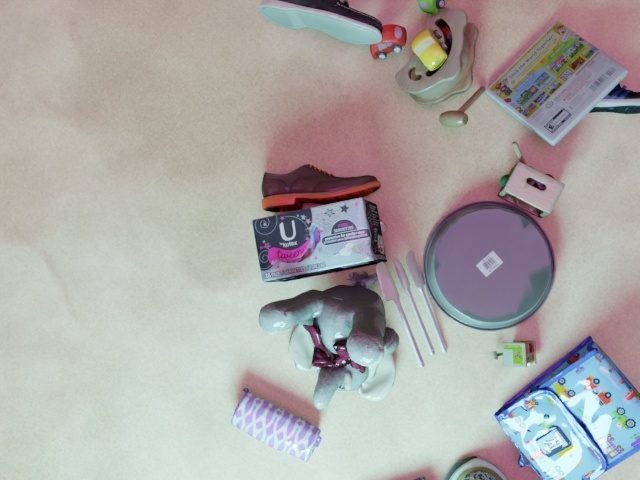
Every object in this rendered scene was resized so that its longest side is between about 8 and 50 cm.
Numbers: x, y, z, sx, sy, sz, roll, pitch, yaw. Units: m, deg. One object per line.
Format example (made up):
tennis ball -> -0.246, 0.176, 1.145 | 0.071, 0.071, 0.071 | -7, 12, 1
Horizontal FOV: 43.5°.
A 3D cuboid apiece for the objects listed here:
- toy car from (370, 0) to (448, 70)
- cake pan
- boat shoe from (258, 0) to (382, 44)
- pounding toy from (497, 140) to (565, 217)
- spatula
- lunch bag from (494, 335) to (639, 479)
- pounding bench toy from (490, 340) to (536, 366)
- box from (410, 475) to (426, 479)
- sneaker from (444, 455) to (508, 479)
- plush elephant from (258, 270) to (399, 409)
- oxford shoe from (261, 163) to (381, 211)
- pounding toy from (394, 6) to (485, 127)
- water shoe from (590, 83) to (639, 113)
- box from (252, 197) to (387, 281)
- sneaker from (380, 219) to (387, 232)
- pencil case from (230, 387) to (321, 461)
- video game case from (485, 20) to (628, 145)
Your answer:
toy car -> 0.214, -0.490, 1.741 | 0.239, 0.053, 0.224 | 29, 92, 50
cake pan -> 0.373, 0.055, 1.764 | 0.293, 0.054, 0.293 | 0, 86, 4
boat shoe -> 0.008, -0.518, 1.790 | 0.303, 0.114, 0.091 | 20, 79, 16
pounding toy -> 0.448, -0.129, 1.733 | 0.141, 0.130, 0.100 | 28, 89, 6
spatula -> 0.200, 0.149, 1.735 | 0.019, 0.168, 0.241 | -21, 89, 32
lunch bag -> 0.535, 0.388, 1.711 | 0.293, 0.138, 0.221 | -41, 85, 14
pounding bench toy -> 0.421, 0.246, 1.750 | 0.083, 0.065, 0.052 | -5, 86, 36
box -> 0.157, 0.571, 1.751 | 0.169, 0.059, 0.054 | -19, 87, 4
sneaker -> 0.414, 0.647, 1.661 | 0.158, 0.182, 0.410 | -42, 84, 1
plush elephant -> 0.037, 0.233, 1.700 | 0.272, 0.330, 0.255 | 13, 112, 19
oxford shoe -> -0.002, -0.130, 1.794 | 0.272, 0.097, 0.098 | -7, 80, 5
pounding toy -> 0.272, -0.376, 1.796 | 0.154, 0.155, 0.269 | 1, 76, 34
water shoe -> 0.641, -0.324, 1.756 | 0.203, 0.073, 0.080 | 2, 83, 5
box -> 0.000, 0.000, 1.734 | 0.247, 0.163, 0.142 | -12, 84, 14
sneaker -> 0.110, -0.043, 1.808 | 0.083, 0.032, 0.037 | 40, 90, 7
pencil case -> -0.099, 0.411, 1.771 | 0.206, 0.088, 0.086 | 28, 82, 7
video game case -> 0.515, -0.347, 1.759 | 0.227, 0.026, 0.206 | -45, 62, 2
